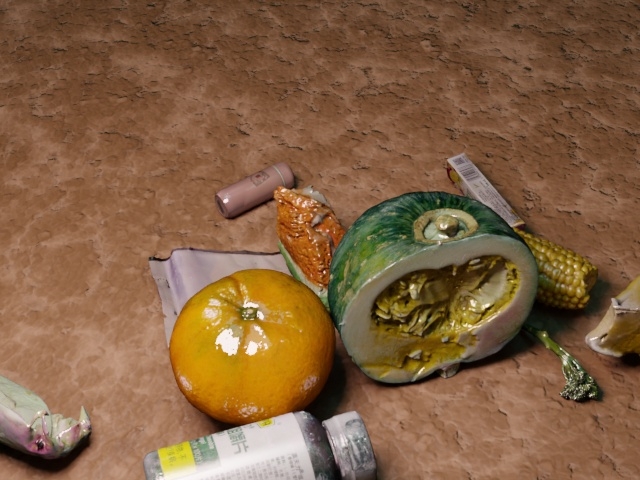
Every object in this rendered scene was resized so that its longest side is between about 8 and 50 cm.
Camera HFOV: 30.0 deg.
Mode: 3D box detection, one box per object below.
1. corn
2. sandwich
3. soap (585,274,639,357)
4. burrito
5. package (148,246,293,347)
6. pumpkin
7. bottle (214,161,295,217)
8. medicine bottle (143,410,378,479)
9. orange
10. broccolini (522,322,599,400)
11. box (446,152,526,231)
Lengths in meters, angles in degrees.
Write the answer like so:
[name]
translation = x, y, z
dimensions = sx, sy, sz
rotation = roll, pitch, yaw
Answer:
[corn]
translation = 0.275, 0.024, 1.863
dimensions = 0.318, 0.115, 0.115
rotation = 19, 49, 23
[sandwich]
translation = 0.003, 0.006, 1.859
dimensions = 0.109, 0.159, 0.184
rotation = -14, 38, -15
[soap]
translation = 0.543, 0.024, 1.797
dimensions = 0.305, 0.169, 0.338
rotation = 7, 44, -3
[burrito]
translation = -0.444, 0.246, 1.694
dimensions = 0.229, 0.089, 0.144
rotation = 22, 8, 26
[package]
translation = -0.133, 0.090, 1.871
dimensions = 0.251, 0.062, 0.203
rotation = -4, 42, -18
[pumpkin]
translation = 0.151, 0.050, 1.745
dimensions = 0.293, 0.263, 0.197
rotation = -13, 38, -4
[bottle]
translation = -0.112, -0.087, 2.049
dimensions = 0.140, 0.053, 0.053
rotation = -27, 48, -22
[medicine bottle]
translation = -0.076, 0.310, 1.569
dimensions = 0.293, 0.141, 0.141
rotation = -13, 44, -9
[orange]
translation = -0.094, 0.143, 1.670
dimensions = 0.240, 0.171, 0.240
rotation = 1, 49, -1
[broccolini]
translation = 0.343, 0.160, 1.754
dimensions = 0.054, 0.052, 0.194
rotation = -17, 45, -17
[box]
translation = 0.276, -0.068, 1.998
dimensions = 0.041, 0.049, 0.207
rotation = -22, 46, -13
